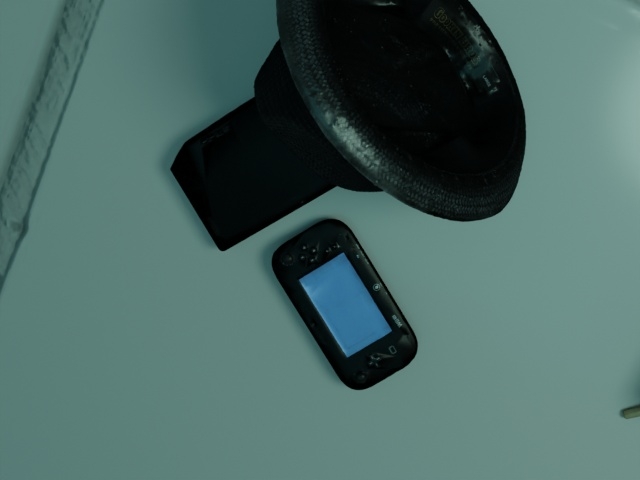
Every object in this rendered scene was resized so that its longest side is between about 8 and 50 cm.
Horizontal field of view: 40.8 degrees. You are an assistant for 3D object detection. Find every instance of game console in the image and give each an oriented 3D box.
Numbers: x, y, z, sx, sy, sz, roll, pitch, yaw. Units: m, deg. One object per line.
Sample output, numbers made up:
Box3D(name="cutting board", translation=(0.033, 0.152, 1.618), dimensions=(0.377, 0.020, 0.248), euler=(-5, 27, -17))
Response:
Box3D(name="game console", translation=(0.000, 0.000, 1.000), dimensions=(0.213, 0.044, 0.361), euler=(-30, 96, 14))

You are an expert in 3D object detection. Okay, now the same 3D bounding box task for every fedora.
Box3D(name="fedora", translation=(0.055, -0.141, 0.861), dimensions=(0.152, 0.334, 0.334), euler=(-27, 97, 43))

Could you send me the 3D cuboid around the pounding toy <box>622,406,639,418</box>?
Box3D(name="pounding toy", translation=(0.432, 0.165, 0.950), dimensions=(0.130, 0.100, 0.141), euler=(21, 94, 3))
